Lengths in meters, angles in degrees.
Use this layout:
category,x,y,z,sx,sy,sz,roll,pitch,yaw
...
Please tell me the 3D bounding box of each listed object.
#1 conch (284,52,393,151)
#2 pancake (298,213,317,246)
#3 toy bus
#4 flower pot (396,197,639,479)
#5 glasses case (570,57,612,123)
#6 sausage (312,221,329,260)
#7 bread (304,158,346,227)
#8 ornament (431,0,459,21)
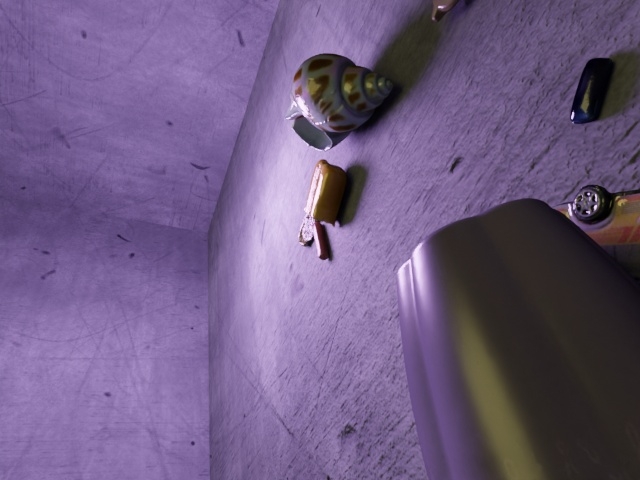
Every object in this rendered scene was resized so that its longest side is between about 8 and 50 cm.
category,x,y,z,sx,sy,sz,roll,pitch,yaw
conch,0.034,-0.365,1.133,0.368,0.197,0.250,40,155,59
pancake,-0.039,-0.044,1.372,0.130,0.022,0.116,-69,25,13
toy bus,0.340,-0.008,0.408,0.268,0.092,0.106,172,98,-65
flower pot,0.194,0.108,0.416,0.265,0.265,0.243,-53,46,46
glasses case,0.346,-0.194,0.549,0.033,0.023,0.083,-150,71,-69
sausage,-0.001,0.000,1.250,0.147,0.030,0.035,-104,32,-44
bread,0.019,-0.133,1.196,0.134,0.085,0.173,-130,53,-65
ornament,0.293,-0.534,0.768,0.230,0.061,0.245,39,112,65
